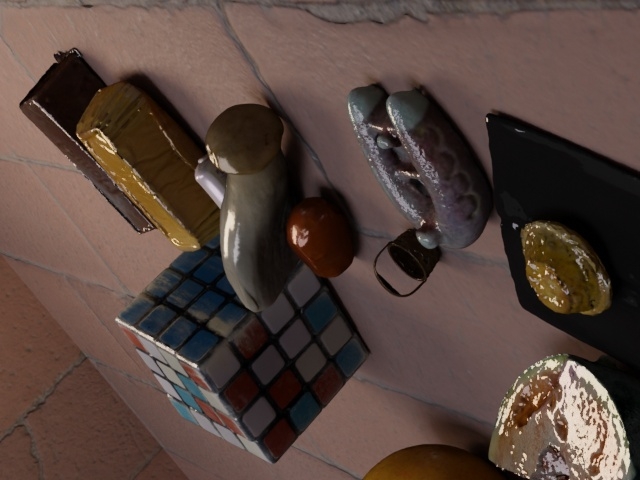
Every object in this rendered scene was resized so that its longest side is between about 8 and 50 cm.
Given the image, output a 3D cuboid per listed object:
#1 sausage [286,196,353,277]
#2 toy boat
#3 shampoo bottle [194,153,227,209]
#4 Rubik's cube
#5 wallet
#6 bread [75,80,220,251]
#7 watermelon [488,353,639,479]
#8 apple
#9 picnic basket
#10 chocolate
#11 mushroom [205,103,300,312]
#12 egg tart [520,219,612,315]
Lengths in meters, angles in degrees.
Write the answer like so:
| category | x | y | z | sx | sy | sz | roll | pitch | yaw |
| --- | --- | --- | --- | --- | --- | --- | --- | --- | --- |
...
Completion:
| category | x | y | z | sx | sy | sz | roll | pitch | yaw |
| --- | --- | --- | --- | --- | --- | --- | --- | --- | --- |
| sausage | 0.000 | 0.000 | 2.050 | 0.089 | 0.089 | 0.179 | 33 | 167 | 27 |
| toy boat | 0.109 | -0.076 | 1.693 | 0.155 | 0.085 | 0.227 | 11 | 142 | 54 |
| shampoo bottle | -0.145 | -0.088 | 2.172 | 0.043 | 0.072 | 0.099 | -31 | 106 | 37 |
| Rubik's cube | -0.123 | 0.159 | 2.345 | 0.259 | 0.256 | 0.253 | 23 | 151 | 46 |
| wallet | 0.294 | 0.019 | 1.590 | 0.247 | 0.041 | 0.323 | 28 | 151 | 35 |
| bread | -0.250 | -0.113 | 2.253 | 0.288 | 0.119 | 0.152 | 50 | 156 | -18 |
| watermelon | 0.355 | 0.222 | 1.769 | 0.188 | 0.175 | 0.322 | 3 | -174 | -26 |
| apple | 0.188 | 0.473 | 2.316 | 0.299 | 0.299 | 0.275 | 53 | 166 | -22 |
| picnic basket | 0.110 | 0.032 | 1.902 | 0.072 | 0.083 | 0.072 | 39 | 160 | 17 |
| chocolate | -0.349 | -0.155 | 2.370 | 0.321 | 0.112 | 0.112 | 49 | 157 | -14 |
| mushroom | -0.087 | -0.048 | 2.031 | 0.122 | 0.159 | 0.329 | -5 | 146 | 2 |
| egg tart | 0.256 | 0.037 | 1.578 | 0.129 | 0.049 | 0.129 | 40 | 154 | 23 |
